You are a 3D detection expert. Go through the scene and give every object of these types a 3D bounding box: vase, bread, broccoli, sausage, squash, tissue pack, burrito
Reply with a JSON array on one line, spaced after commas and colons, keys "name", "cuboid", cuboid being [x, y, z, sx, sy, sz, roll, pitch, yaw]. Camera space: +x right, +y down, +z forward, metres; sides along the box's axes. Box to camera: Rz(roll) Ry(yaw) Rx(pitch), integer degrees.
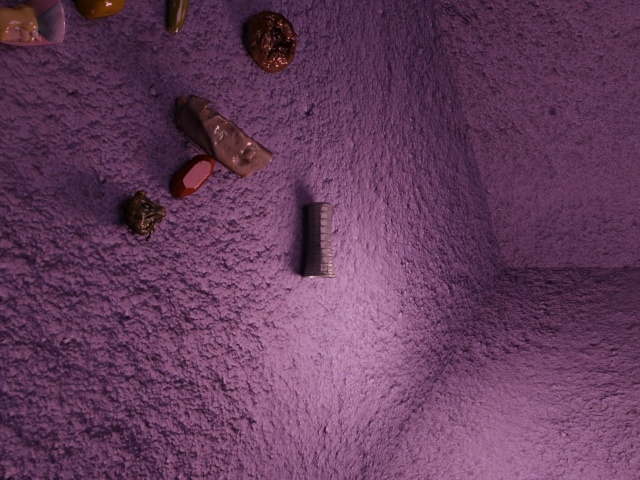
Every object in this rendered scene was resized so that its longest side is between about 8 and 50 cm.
[{"name": "vase", "cuboid": [0.000, 0.000, 2.227, 0.143, 0.143, 0.299, 8, 80, -50]}, {"name": "bread", "cuboid": [-0.175, -0.745, 2.062, 0.230, 0.123, 0.230, 2, 88, -53]}, {"name": "broccoli", "cuboid": [-0.517, -0.077, 1.621, 0.131, 0.120, 0.130, -98, 177, -47]}, {"name": "sausage", "cuboid": [-0.412, -0.211, 1.781, 0.179, 0.089, 0.089, -55, 128, -24]}, {"name": "squash", "cuboid": [-0.457, -0.761, 1.771, 0.066, 0.066, 0.201, 16, 81, -49]}, {"name": "tissue pack", "cuboid": [-0.620, -0.713, 1.523, 0.123, 0.127, 0.178, -37, 117, -47]}, {"name": "burrito", "cuboid": [-0.334, -0.341, 1.816, 0.332, 0.190, 0.135, 36, 86, -39]}]

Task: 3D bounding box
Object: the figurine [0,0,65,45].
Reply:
[{"name": "figurine", "cuboid": [-0.757, -0.546, 1.255, 0.315, 0.284, 0.206, -21, 103, -36]}]
